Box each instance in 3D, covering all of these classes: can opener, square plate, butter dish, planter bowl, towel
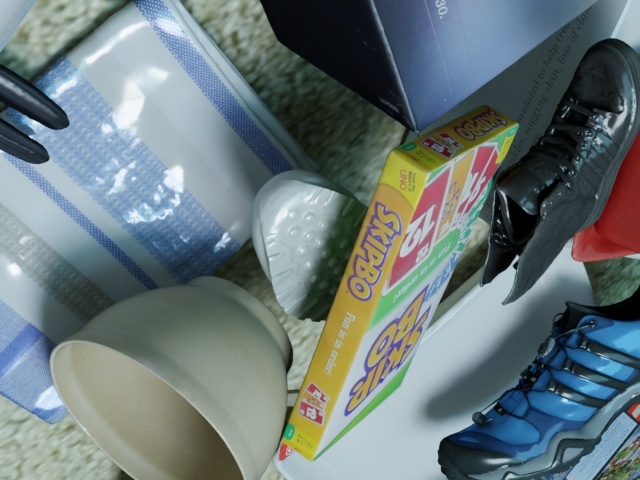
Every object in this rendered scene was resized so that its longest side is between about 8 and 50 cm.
[{"bbox_3d":[-0.219,-0.098,0.557,0.059,0.073,0.186,-52,133,-5],"label":"can opener"},{"bbox_3d":[0.148,0.177,1.013,0.344,0.049,0.347,-40,134,-7],"label":"square plate"},{"bbox_3d":[0.279,-0.039,0.705,0.160,0.118,0.159,-7,123,-30],"label":"butter dish"},{"bbox_3d":[-0.087,0.093,0.689,0.109,0.162,0.162,-49,141,-37],"label":"planter bowl"},{"bbox_3d":[-0.150,-0.014,0.689,0.285,0.034,0.209,-43,133,-4],"label":"towel"}]

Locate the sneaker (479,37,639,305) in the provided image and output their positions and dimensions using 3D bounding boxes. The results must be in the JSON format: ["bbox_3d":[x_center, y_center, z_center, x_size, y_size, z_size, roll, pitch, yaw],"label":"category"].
[{"bbox_3d":[0.154,-0.043,0.658,0.089,0.051,0.170,-21,134,-33],"label":"sneaker"}]

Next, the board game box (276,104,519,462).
[{"bbox_3d":[0.047,0.040,0.672,0.124,0.039,0.259,-29,149,-50],"label":"board game box"}]

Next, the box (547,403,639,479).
[{"bbox_3d":[0.356,0.217,1.137,0.233,0.044,0.159,-3,129,-50],"label":"box"}]

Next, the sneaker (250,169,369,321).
[{"bbox_3d":[0.000,0.000,0.719,0.090,0.094,0.235,-39,153,3],"label":"sneaker"}]

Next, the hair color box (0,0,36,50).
[{"bbox_3d":[-0.237,-0.110,0.416,0.185,0.114,0.374,37,77,-29],"label":"hair color box"}]

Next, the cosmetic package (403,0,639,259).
[{"bbox_3d":[0.281,-0.104,0.849,0.385,0.156,0.217,5,117,-38],"label":"cosmetic package"}]

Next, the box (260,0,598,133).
[{"bbox_3d":[0.082,-0.279,0.579,0.294,0.183,0.296,-37,134,-11],"label":"box"}]

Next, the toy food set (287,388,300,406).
[{"bbox_3d":[-0.108,0.188,0.836,0.217,0.071,0.128,-60,157,14],"label":"toy food set"}]

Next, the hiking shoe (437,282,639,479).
[{"bbox_3d":[0.234,0.124,0.957,0.304,0.113,0.132,-25,100,-12],"label":"hiking shoe"}]
